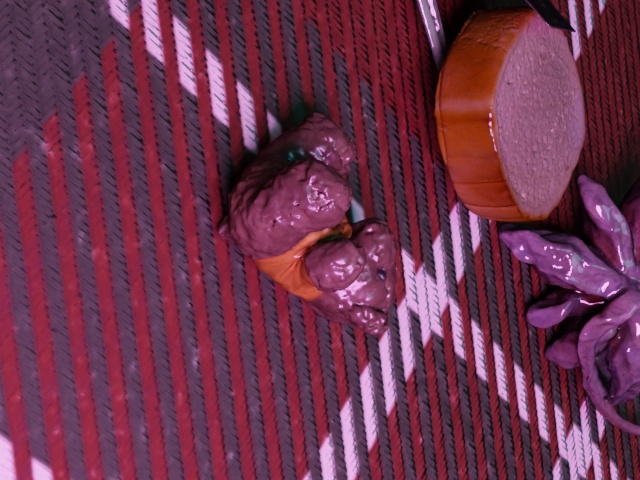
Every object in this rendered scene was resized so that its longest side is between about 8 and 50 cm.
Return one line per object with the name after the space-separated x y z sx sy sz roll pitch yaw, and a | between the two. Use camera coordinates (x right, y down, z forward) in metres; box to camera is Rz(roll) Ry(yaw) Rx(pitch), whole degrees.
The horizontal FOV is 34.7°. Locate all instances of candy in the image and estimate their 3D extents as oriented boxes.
0.123 -0.193 1.060 0.093 0.092 0.336 -66 140 -64 | candy

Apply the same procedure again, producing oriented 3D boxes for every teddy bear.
0.000 0.000 0.918 0.140 0.177 0.190 -35 115 15 | teddy bear

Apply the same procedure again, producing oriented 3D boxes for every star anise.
0.359 0.063 1.157 0.359 0.139 0.316 20 101 -21 | star anise

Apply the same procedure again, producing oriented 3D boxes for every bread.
0.201 -0.131 1.068 0.236 0.070 0.236 -4 95 -55 | bread

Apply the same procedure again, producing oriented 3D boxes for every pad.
0.178 -0.291 1.040 0.211 0.003 0.143 51 24 9 | pad
